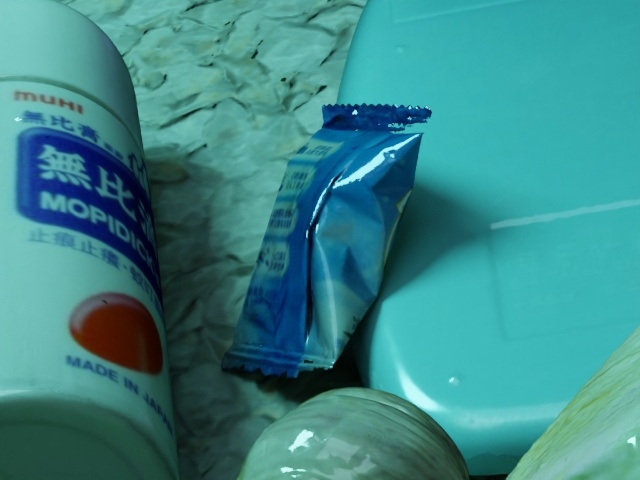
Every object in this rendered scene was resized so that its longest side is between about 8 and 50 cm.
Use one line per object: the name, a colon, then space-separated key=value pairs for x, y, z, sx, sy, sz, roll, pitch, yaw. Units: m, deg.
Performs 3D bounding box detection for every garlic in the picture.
garlic: x=0.009 y=0.130 z=0.677 sx=0.102 sy=0.147 sz=0.159 roll=19 pitch=76 yaw=16

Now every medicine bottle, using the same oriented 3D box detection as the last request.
medicine bottle: x=-0.140 y=0.006 z=0.883 sx=0.130 sy=0.130 sz=0.341 roll=-13 pitch=37 yaw=0

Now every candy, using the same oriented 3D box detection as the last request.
candy: x=0.001 y=0.000 z=0.867 sx=0.088 sy=0.038 sz=0.136 roll=8 pitch=74 yaw=53

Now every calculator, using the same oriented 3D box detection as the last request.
calculator: x=0.128 y=-0.031 z=0.914 sx=0.256 sy=0.054 sz=0.386 roll=-10 pitch=42 yaw=6

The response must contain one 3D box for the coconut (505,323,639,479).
coconut: x=0.160 y=0.113 z=0.621 sx=0.197 sy=0.237 sz=0.237 roll=41 pitch=53 yaw=-1
